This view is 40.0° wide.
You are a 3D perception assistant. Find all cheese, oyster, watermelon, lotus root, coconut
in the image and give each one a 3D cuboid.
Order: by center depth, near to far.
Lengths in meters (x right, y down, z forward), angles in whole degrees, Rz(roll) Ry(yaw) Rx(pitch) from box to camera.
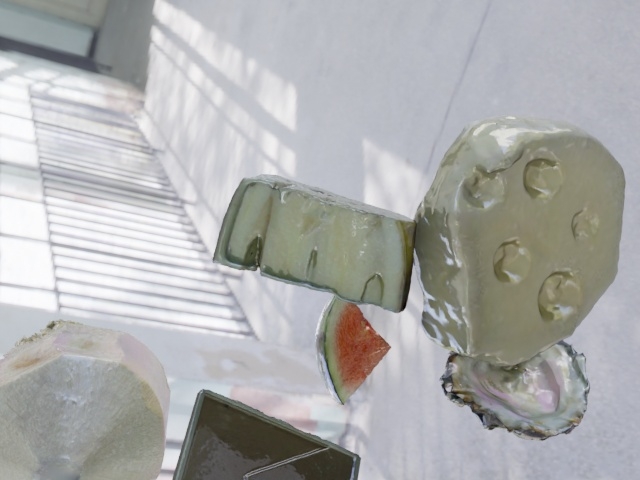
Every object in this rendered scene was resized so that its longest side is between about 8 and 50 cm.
[{"bbox_3d":[0.000,0.000,1.049,0.138,0.235,0.119,-98,23,-81],"label":"lotus root"},{"bbox_3d":[0.248,0.002,1.119,0.326,0.318,0.115,-56,34,-7],"label":"cheese"},{"bbox_3d":[0.271,0.184,1.220,0.259,0.198,0.092,-58,-11,-48],"label":"oyster"},{"bbox_3d":[-0.370,0.273,1.302,0.309,0.297,0.297,-129,54,-76],"label":"coconut"},{"bbox_3d":[0.031,0.169,1.502,0.137,0.145,0.193,-35,16,18],"label":"watermelon"}]

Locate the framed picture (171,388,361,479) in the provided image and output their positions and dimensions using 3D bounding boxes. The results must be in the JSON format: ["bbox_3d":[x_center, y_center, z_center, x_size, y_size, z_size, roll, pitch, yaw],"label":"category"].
[{"bbox_3d":[-0.068,0.328,1.161,0.018,0.265,0.192,-37,31,48],"label":"framed picture"}]
